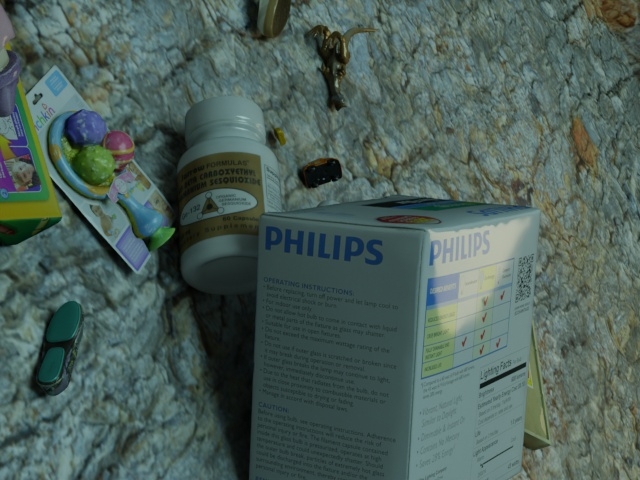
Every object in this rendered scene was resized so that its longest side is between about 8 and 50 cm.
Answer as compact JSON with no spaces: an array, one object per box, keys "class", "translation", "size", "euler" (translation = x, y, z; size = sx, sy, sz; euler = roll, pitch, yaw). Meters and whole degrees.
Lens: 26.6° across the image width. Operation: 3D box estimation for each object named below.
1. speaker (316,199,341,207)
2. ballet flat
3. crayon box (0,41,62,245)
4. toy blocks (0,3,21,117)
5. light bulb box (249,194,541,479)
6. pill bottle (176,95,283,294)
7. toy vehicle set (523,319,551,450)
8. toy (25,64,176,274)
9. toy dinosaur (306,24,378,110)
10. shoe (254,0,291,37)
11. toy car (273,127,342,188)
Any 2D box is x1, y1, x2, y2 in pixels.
[{"class":"speaker","translation":[0.000,0.000,1.907],"size":[0.055,0.055,0.136],"euler":[54,32,-21]},{"class":"ballet flat","translation":[-0.273,0.117,1.429],"size":[0.041,0.041,0.114],"euler":[45,37,-33]},{"class":"crayon box","translation":[-0.381,-0.133,1.373],"size":[0.165,0.081,0.278],"euler":[-6,75,-58]},{"class":"toy blocks","translation":[-0.437,-0.140,1.152],"size":[0.289,0.309,0.260],"euler":[-37,134,-28]},{"class":"light bulb box","translation":[0.099,0.137,1.677],"size":[0.358,0.225,0.361],"euler":[-10,105,-59]},{"class":"pill bottle","translation":[-0.114,-0.059,1.692],"size":[0.131,0.131,0.229],"euler":[28,48,-47]},{"class":"toy vehicle set","translation":[0.318,0.206,2.284],"size":[0.166,0.035,0.266],"euler":[31,46,-45]},{"class":"toy","translation":[-0.248,-0.090,1.578],"size":[0.237,0.056,0.137],"euler":[55,31,-20]},{"class":"toy dinosaur","translation":[0.028,-0.300,2.161],"size":[0.112,0.064,0.211],"euler":[61,35,-46]},{"class":"shoe","translation":[-0.076,-0.390,2.055],"size":[0.076,0.058,0.219],"euler":[79,16,-52]},{"class":"toy car","translation":[-0.018,-0.130,1.967],"size":[0.122,0.060,0.040],"euler":[56,0,-30]}]
